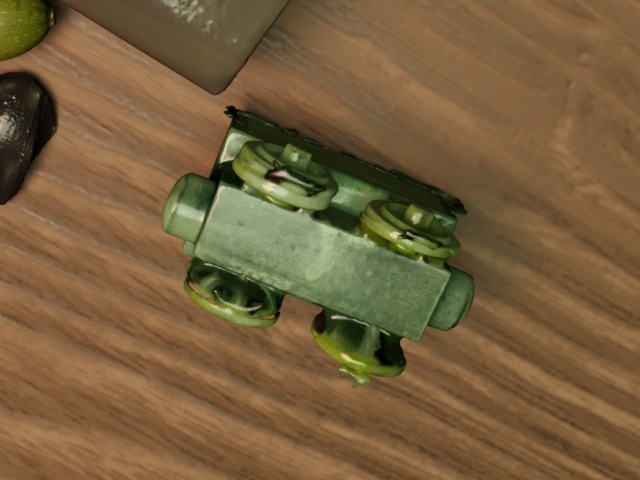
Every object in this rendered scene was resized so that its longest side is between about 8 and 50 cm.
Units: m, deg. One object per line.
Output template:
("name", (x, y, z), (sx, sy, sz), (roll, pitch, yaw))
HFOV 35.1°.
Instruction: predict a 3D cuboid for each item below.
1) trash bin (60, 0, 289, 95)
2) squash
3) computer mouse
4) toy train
("trash bin", (-0.137, -0.257, 0.784), (0.250, 0.219, 0.220), (33, 107, -17))
("squash", (-0.323, -0.192, 0.869), (0.188, 0.095, 0.095), (-9, 108, -2))
("computer mouse", (-0.294, -0.090, 0.921), (0.079, 0.047, 0.135), (29, 108, -8))
("toy train", (0.000, 0.000, 0.877), (0.272, 0.188, 0.159), (21, 107, -9))
